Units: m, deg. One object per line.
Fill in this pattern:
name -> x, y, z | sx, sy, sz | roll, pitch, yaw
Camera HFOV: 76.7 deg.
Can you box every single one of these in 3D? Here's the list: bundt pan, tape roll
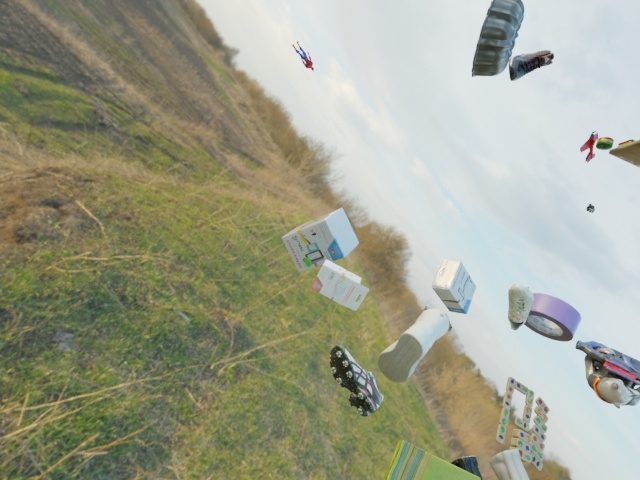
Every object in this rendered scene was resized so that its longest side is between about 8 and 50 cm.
bundt pan -> 0.737, -0.832, 1.662 | 0.124, 0.330, 0.331 | 21, -8, 21
tape roll -> 0.824, 0.277, 1.462 | 0.189, 0.080, 0.189 | 33, -17, 12

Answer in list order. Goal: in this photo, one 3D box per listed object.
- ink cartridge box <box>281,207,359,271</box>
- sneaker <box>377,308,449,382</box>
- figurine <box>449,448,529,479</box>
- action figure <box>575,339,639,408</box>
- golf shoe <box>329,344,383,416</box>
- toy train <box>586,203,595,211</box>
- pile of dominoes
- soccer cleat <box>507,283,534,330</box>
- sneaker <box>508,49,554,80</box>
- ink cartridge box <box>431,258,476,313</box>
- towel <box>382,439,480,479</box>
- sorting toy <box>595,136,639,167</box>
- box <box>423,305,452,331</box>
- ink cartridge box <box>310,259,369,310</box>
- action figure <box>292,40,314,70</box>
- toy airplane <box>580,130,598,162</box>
ink cartridge box -> 0.000, 0.000, 1.943 | 0.198, 0.270, 0.197 | 64, 33, -8
sneaker -> 0.282, 0.311, 1.200 | 0.108, 0.169, 0.292 | 47, -34, 18
figurine -> 0.448, 0.645, 0.992 | 0.092, 0.215, 0.209 | 106, -22, -43
action figure -> 0.948, 0.441, 1.214 | 0.330, 0.178, 0.341 | 3, 19, -39
golf shoe -> 0.130, 0.512, 1.515 | 0.120, 0.105, 0.272 | -12, 67, -50
toy train -> 1.360, -0.160, 2.034 | 0.036, 0.027, 0.158 | 37, 16, 29
pile of dominoes -> 0.712, 0.627, 1.390 | 0.196, 0.251, 0.040 | 32, -29, -6
soccer cleat -> 0.583, 0.198, 1.186 | 0.068, 0.076, 0.196 | 12, -30, 32
sneaker -> 0.986, -0.831, 1.881 | 0.163, 0.281, 0.106 | 3, -55, 41
ink cartridge box -> 0.572, 0.196, 1.723 | 0.086, 0.148, 0.203 | 5, -33, 46
towel -> 0.255, 0.542, 0.909 | 0.237, 0.102, 0.021 | 30, -13, -12
sorting toy -> 1.036, -0.288, 1.283 | 0.275, 0.046, 0.132 | 21, -9, -9
box -> 0.473, 0.315, 1.636 | 0.094, 0.027, 0.137 | 22, 14, 2
ink cartridge box -> 0.078, 0.174, 1.558 | 0.198, 0.115, 0.067 | 29, 19, 1
action figure -> -0.058, -0.675, 1.488 | 0.115, 0.038, 0.030 | 52, 33, -28
toy airplane -> 1.179, -0.404, 1.766 | 0.028, 0.151, 0.151 | 32, -12, 46
